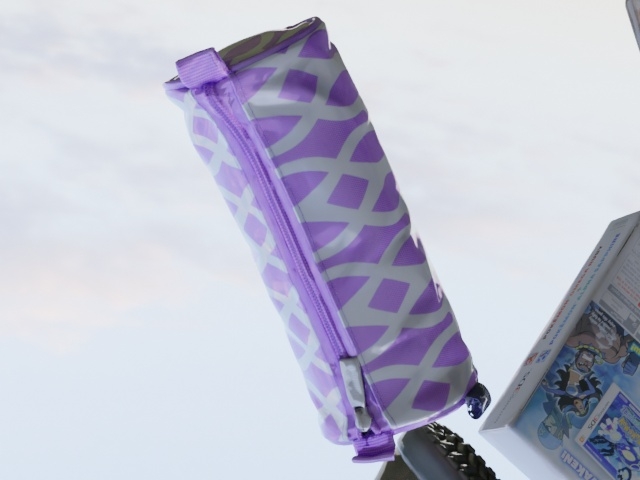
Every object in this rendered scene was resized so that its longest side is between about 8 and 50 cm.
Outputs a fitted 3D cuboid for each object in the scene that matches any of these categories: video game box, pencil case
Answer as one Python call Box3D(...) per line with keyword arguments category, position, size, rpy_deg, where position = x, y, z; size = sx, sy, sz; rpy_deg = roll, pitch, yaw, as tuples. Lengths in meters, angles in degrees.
Box3D(category="video game box", position=(0.228, 0.116, 0.985), size=(0.205, 0.187, 0.048), rpy_deg=(43, 152, -12))
Box3D(category="pencil case", position=(0.000, 0.000, 0.696), size=(0.086, 0.206, 0.088), rpy_deg=(-18, -169, 35))

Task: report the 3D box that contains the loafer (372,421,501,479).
Box3D(category="loafer", position=(0.107, 0.218, 0.826), size=(0.251, 0.087, 0.094), rpy_deg=(53, -166, 19))

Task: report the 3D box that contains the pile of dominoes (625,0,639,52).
Box3D(category="pile of dominoes", position=(0.242, -0.069, 0.663), size=(0.196, 0.251, 0.040), rpy_deg=(-13, -161, 30))
